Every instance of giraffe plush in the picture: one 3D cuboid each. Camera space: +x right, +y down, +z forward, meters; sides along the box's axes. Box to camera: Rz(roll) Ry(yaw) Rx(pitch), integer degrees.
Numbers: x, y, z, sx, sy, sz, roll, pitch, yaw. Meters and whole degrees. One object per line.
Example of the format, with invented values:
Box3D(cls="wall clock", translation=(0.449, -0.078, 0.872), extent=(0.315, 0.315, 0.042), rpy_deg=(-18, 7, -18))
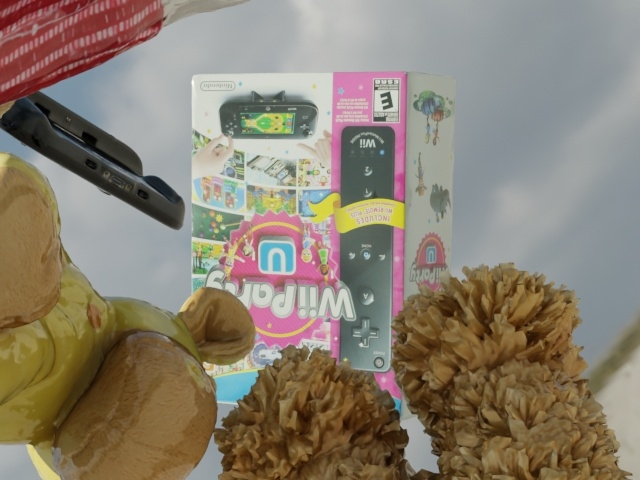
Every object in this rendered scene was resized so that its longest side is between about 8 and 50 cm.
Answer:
Box3D(cls="giraffe plush", translation=(-0.115, 0.055, 0.739), extent=(0.170, 0.210, 0.181), rpy_deg=(39, -71, -22))

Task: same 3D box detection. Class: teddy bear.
Box3D(cls="teddy bear", translation=(0.075, 0.160, 0.688), extent=(0.245, 0.338, 0.113), rpy_deg=(-10, -28, 5))

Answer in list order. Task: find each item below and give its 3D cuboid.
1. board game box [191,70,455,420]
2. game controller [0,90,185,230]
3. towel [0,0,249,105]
Box3D(cls="board game box", translation=(0.000, 0.000, 1.638), extent=(0.224, 0.303, 0.097), rpy_deg=(2, 4, 29))
Box3D(cls="game controller", translation=(-0.272, -0.097, 1.959), extent=(0.067, 0.166, 0.319), rpy_deg=(-50, -35, 6))
Box3D(cls="towel", translation=(0.030, -0.137, 0.469), extent=(0.329, 0.037, 0.237), rpy_deg=(-26, -13, -41))
